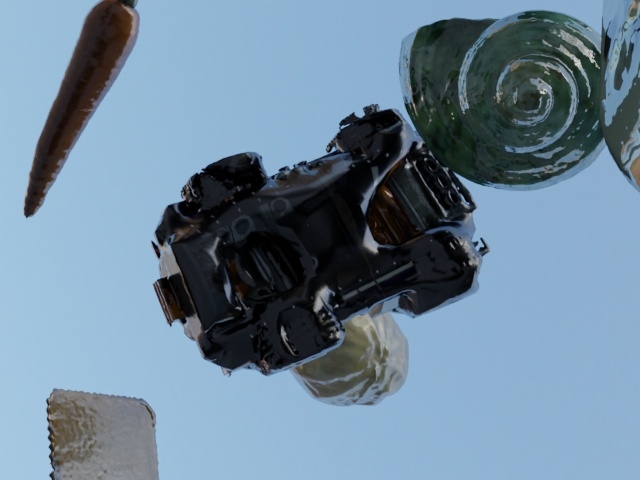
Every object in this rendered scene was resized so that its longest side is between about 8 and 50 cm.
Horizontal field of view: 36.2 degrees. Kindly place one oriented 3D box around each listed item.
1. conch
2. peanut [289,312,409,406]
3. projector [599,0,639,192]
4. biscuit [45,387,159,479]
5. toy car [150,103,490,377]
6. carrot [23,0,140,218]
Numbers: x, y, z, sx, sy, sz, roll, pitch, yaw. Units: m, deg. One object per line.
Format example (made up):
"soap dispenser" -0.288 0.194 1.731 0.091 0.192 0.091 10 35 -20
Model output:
"conch" 0.146 -0.115 0.779 0.176 0.122 0.188 42 -21 -7
"peanut" 0.036 0.158 1.401 0.174 0.340 0.158 -1 -97 -3
"projector" 0.264 -0.154 0.391 0.248 0.249 0.248 9 -116 5
"biscuit" -0.303 0.332 1.396 0.013 0.237 0.232 -17 -110 26
"toy car" -0.002 0.001 0.858 0.193 0.301 0.118 66 -25 7
"carrot" -0.306 -0.175 1.222 0.069 0.069 0.336 34 -76 17
